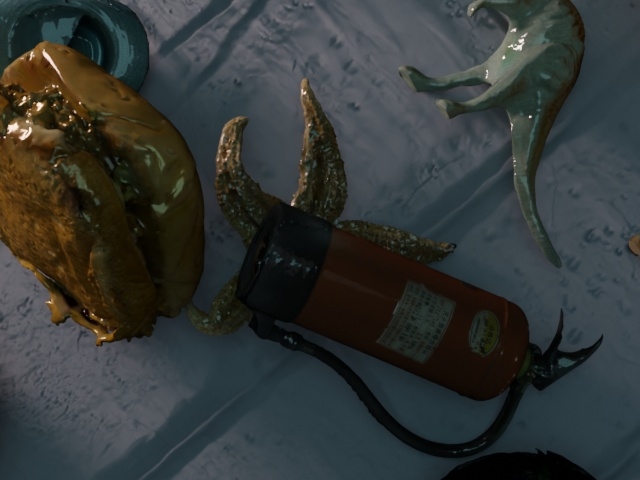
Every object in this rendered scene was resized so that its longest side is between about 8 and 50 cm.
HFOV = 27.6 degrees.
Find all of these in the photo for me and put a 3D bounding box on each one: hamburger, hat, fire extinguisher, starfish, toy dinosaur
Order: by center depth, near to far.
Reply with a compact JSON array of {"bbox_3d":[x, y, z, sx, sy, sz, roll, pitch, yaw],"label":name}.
[{"bbox_3d":[-0.248,-0.050,1.336,0.158,0.318,0.318,-34,83,-30],"label":"hamburger"},{"bbox_3d":[0.090,0.104,1.374,0.376,0.113,0.200,22,128,-11],"label":"fire extinguisher"},{"bbox_3d":[0.205,-0.164,1.415,0.206,0.092,0.393,-17,76,-5],"label":"toy dinosaur"},{"bbox_3d":[-0.001,0.001,1.422,0.302,0.060,0.299,28,80,-9],"label":"starfish"},{"bbox_3d":[-0.288,-0.210,1.447,0.191,0.078,0.138,9,93,-16],"label":"hat"}]

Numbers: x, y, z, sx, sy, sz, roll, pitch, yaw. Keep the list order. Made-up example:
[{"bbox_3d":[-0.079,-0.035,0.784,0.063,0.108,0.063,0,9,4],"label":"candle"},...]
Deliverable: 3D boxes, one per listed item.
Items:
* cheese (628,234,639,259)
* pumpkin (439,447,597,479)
[{"bbox_3d":[0.387,-0.019,1.427,0.111,0.017,0.047,-41,81,-2],"label":"cheese"},{"bbox_3d":[0.203,0.328,1.331,0.233,0.163,0.233,0,83,1],"label":"pumpkin"}]
